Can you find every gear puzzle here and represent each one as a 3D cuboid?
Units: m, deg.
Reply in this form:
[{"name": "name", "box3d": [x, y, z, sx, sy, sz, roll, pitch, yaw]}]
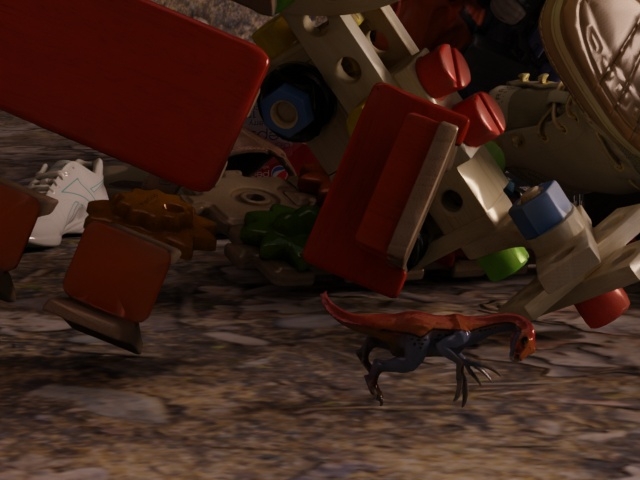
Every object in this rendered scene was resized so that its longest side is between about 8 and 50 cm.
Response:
[{"name": "gear puzzle", "box3d": [0.001, -0.026, 1.298, 0.338, 0.044, 0.175, -2, 25, -27]}]

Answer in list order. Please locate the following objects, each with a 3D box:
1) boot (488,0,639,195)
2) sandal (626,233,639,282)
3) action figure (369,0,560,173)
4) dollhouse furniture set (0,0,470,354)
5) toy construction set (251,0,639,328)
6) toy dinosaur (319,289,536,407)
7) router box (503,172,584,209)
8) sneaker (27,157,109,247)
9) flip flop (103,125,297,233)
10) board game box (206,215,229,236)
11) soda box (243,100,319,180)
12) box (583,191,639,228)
[{"name": "boot", "box3d": [0.164, -0.090, 1.264, 0.165, 0.077, 0.213, 10, -25, 48]}, {"name": "sandal", "box3d": [0.225, 0.005, 1.278, 0.067, 0.040, 0.179, -2, 9, -12]}, {"name": "action figure", "box3d": [0.143, -0.204, 1.540, 0.330, 0.341, 0.178, 37, 45, -5]}, {"name": "dollhouse furniture set", "box3d": [-0.060, -0.067, 1.006, 0.259, 0.262, 0.135, 22, -4, 6]}, {"name": "toy construction set", "box3d": [0.075, -0.090, 1.148, 0.215, 0.328, 0.151, -29, -4, 33]}, {"name": "toy dinosaur", "box3d": [0.058, 0.048, 0.938, 0.082, 0.090, 0.047, -31, 23, 8]}, {"name": "router box", "box3d": [0.184, -0.029, 1.515, 0.092, 0.038, 0.122, -3, 9, -8]}, {"name": "sneaker", "box3d": [-0.205, -0.028, 1.468, 0.053, 0.061, 0.152, 4, 11, 19]}, {"name": "flip flop", "box3d": [-0.087, -0.053, 1.549, 0.277, 0.080, 0.112, 7, 11, 40]}, {"name": "board game box", "box3d": [0.000, 0.000, 1.342, 0.168, 0.033, 0.133, 2, 24, -19]}, {"name": "soda box", "box3d": [-0.041, -0.103, 1.840, 0.083, 0.092, 0.263, -1, 8, -4]}, {"name": "box", "box3d": [0.235, -0.023, 1.392, 0.083, 0.062, 0.052, 6, 12, 33]}]
